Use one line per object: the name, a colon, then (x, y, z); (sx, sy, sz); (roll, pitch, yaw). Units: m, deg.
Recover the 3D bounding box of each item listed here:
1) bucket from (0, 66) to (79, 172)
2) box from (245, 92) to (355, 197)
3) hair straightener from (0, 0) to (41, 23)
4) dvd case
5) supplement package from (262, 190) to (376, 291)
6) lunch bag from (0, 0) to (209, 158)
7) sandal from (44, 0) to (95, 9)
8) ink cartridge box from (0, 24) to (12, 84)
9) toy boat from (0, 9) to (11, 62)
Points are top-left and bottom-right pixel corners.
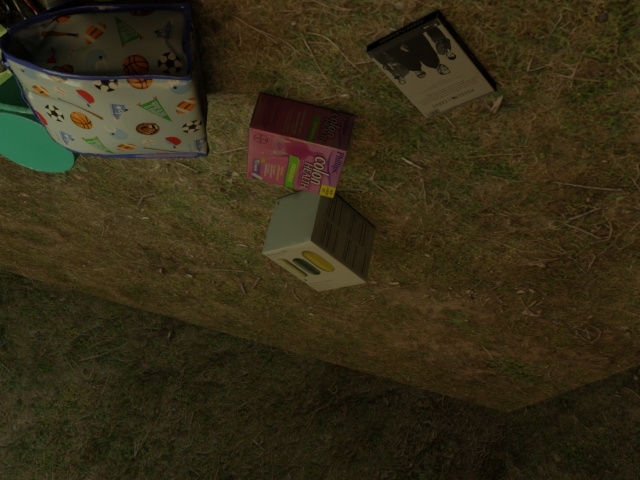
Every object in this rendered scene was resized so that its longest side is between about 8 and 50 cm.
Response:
bucket: (-0.723, -0.318, 1.664); (0.281, 0.183, 0.281); (9, 151, 5)
box: (-0.056, -0.235, 1.631); (0.243, 0.117, 0.213); (13, 151, -3)
hair straightener: (-0.672, -0.506, 1.412); (0.047, 0.089, 0.230); (40, 165, 30)
dvd case: (0.240, -0.367, 1.380); (0.179, 0.029, 0.239); (-16, 141, 39)
supplement package: (0.000, 0.000, 1.937); (0.199, 0.198, 0.263); (-14, 141, 39)
lunch bag: (-0.456, -0.344, 1.419); (0.386, 0.238, 0.328); (-5, 155, -4)
sandal: (-0.516, -0.549, 1.290); (0.102, 0.076, 0.265); (-13, 168, -17)
ink cartridge box: (-0.773, -0.428, 1.398); (0.171, 0.056, 0.235); (-31, 133, 15)
toy boat: (-0.862, -0.505, 1.439); (0.267, 0.148, 0.318); (-34, 133, 19)
